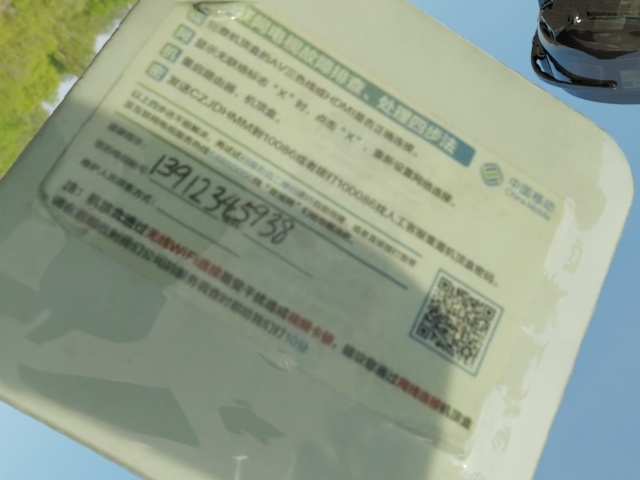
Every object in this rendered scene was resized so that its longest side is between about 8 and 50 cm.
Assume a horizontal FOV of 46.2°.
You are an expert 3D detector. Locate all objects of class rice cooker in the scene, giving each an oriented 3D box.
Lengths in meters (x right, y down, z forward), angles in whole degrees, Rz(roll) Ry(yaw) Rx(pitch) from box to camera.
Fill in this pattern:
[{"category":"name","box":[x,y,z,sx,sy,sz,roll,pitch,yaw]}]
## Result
[{"category":"rice cooker","box":[0.265,-0.183,0.648,0.165,0.106,0.112,8,-112,26]}]

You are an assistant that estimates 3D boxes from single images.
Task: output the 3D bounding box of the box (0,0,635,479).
[{"category":"box","box":[0.000,0.001,0.538,0.397,0.396,0.111,-60,-173,-22]}]
